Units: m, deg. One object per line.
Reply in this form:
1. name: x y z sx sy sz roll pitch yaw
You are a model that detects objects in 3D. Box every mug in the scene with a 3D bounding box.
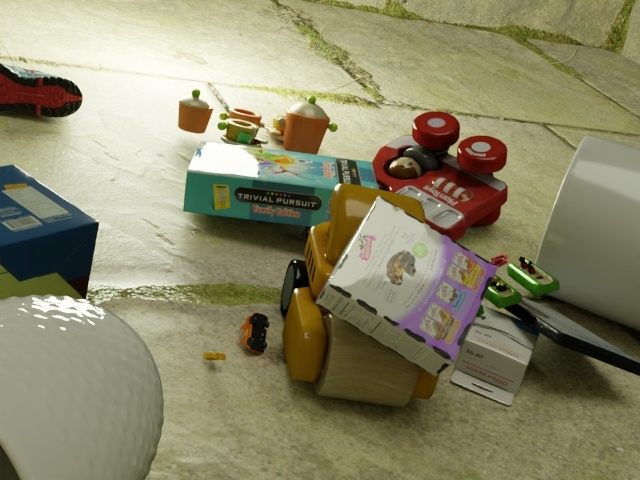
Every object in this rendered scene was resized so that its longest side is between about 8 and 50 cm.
1. mug: -0.347 0.199 1.065 0.374 0.276 0.328 -10 11 20

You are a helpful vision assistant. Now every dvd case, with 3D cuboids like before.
1. dvd case: 0.388 0.141 1.757 0.180 0.022 0.253 22 8 -26

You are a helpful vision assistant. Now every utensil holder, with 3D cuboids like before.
1. utensil holder: 0.609 0.015 1.924 0.385 0.328 0.327 20 24 16

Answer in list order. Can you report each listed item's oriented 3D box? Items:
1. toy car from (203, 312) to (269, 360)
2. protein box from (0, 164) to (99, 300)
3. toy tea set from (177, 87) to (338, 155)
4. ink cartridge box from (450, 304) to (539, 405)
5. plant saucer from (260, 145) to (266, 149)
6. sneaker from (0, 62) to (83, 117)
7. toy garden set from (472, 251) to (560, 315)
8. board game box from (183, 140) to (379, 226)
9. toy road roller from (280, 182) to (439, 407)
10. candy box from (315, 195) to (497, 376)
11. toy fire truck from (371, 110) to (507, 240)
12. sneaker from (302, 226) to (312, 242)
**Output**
1. toy car: -0.124 0.137 1.538 0.040 0.060 0.122 -6 -1 40
2. protein box: -0.460 0.005 1.515 0.201 0.136 0.199 30 28 29
3. toy tea set: -0.134 -0.268 2.269 0.336 0.124 0.200 2 20 -35
4. ink cartridge box: 0.275 0.177 1.680 0.104 0.060 0.180 22 25 11
5. plant saucer: -0.145 -0.190 2.268 0.083 0.015 0.083 13 25 -6
6. sneaker: -0.612 -0.301 2.163 0.261 0.104 0.125 13 7 -15
7. toy garden set: 0.240 0.061 1.797 0.244 0.049 0.204 -17 22 -11
8. board game box: -0.068 -0.102 1.964 0.335 0.079 0.254 6 17 -3
9. toy road roller: 0.065 0.065 1.574 0.202 0.241 0.329 10 25 -12
10. candy box: 0.118 0.061 1.467 0.196 0.070 0.165 32 60 0
11. toy fire truck: 0.222 -0.118 2.187 0.254 0.169 0.302 -30 46 -33
12. sneaker: 0.000 0.000 1.915 0.064 0.061 0.158 -1 18 -4
